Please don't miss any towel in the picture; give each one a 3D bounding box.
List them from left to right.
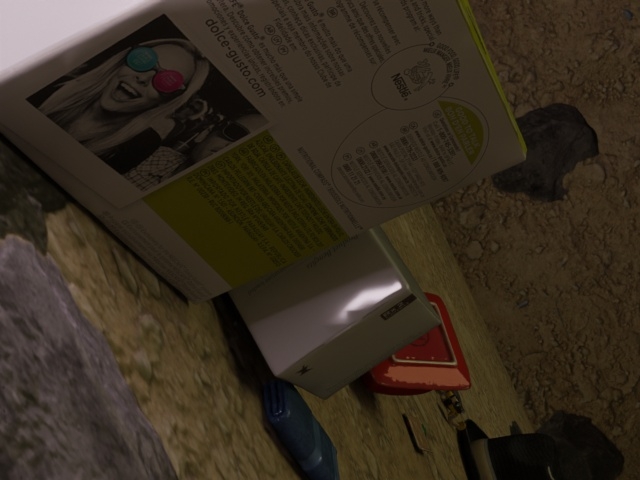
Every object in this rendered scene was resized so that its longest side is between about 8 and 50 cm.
[{"bbox_3d":[-0.018,0.192,1.126,0.119,0.029,0.067,60,12,-32],"label":"towel"}]

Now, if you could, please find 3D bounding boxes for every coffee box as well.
[{"bbox_3d":[-0.065,-0.210,0.958,0.338,0.334,0.338,51,19,-52],"label":"coffee box"}]

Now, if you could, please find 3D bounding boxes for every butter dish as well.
[{"bbox_3d":[0.100,0.154,1.563,0.160,0.118,0.160,5,51,-28],"label":"butter dish"}]

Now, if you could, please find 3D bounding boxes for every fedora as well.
[{"bbox_3d":[0.383,0.449,2.132,0.334,0.152,0.334,61,12,-22],"label":"fedora"}]

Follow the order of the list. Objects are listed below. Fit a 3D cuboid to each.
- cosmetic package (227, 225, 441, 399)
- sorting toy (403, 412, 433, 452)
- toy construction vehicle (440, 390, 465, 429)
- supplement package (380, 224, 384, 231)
[{"bbox_3d":[-0.001,0.035,1.144,0.184,0.151,0.151,59,7,23],"label":"cosmetic package"},{"bbox_3d":[0.149,0.292,1.733,0.062,0.012,0.083,65,13,24],"label":"sorting toy"},{"bbox_3d":[0.229,0.287,2.081,0.098,0.035,0.086,59,2,-41],"label":"toy construction vehicle"},{"bbox_3d":[0.000,0.000,1.338,0.244,0.134,0.139,69,11,18],"label":"supplement package"}]
